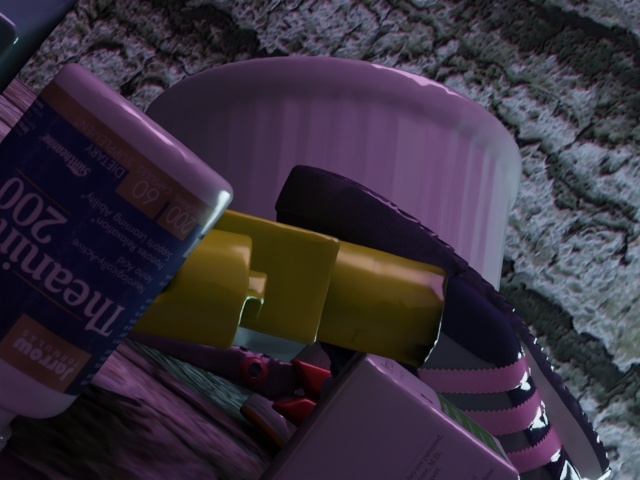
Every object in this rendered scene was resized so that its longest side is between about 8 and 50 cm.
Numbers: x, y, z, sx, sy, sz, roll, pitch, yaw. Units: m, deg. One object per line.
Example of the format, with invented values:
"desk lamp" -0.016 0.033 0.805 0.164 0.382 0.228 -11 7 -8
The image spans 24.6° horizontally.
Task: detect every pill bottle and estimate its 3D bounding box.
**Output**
"pill bottle" -0.087 0.011 0.449 0.067 0.120 0.067 38 0 0

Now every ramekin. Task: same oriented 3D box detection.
"ramekin" 0.000 0.000 1.032 0.277 0.135 0.277 5 -26 3

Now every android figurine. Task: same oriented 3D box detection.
"android figurine" -0.090 -0.001 0.615 0.272 0.056 0.248 13 0 -9

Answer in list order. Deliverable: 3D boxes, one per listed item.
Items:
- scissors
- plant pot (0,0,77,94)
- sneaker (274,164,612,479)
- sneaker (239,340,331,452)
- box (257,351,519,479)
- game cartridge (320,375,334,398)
"scissors" -0.022 0.078 0.893 0.297 0.109 0.021 37 -17 -13
"plant pot" -0.244 -0.134 0.857 0.165 0.166 0.234 38 7 -20
"sneaker" 0.053 0.094 0.800 0.112 0.131 0.319 24 -20 50
"sneaker" 0.068 0.135 1.005 0.262 0.121 0.099 39 1 -45
"box" 0.025 0.113 0.675 0.087 0.102 0.101 36 2 1
"game cartridge" 0.018 0.126 0.866 0.017 0.083 0.056 -11 -25 35
